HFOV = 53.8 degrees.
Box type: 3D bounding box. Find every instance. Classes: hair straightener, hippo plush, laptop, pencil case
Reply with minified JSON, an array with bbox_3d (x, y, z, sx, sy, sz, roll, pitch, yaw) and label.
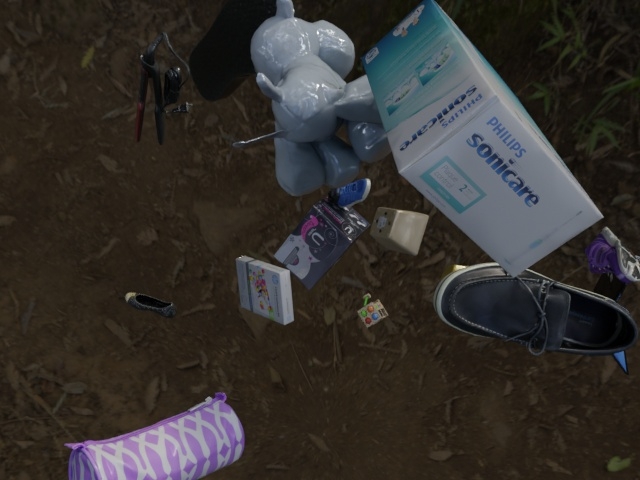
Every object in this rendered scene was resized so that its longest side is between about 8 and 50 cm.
[{"bbox_3d":[-0.252,-0.240,1.028,0.089,0.230,0.047,8,53,-14],"label":"hair straightener"},{"bbox_3d":[-0.033,-0.226,0.998,0.294,0.234,0.236,-5,52,-30],"label":"hippo plush"},{"bbox_3d":[0.847,0.192,1.769,0.136,0.264,0.234,20,31,10],"label":"laptop"},{"bbox_3d":[-0.181,0.242,0.722,0.086,0.206,0.088,-3,94,41],"label":"pencil case"}]

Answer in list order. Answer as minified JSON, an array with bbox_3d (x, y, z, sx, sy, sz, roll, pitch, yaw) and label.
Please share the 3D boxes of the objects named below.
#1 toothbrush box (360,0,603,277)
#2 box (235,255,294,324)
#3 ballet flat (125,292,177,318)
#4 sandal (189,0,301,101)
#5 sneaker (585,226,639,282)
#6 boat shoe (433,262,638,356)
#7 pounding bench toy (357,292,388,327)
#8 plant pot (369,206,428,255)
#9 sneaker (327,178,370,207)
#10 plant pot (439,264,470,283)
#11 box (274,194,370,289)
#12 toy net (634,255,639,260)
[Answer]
[{"bbox_3d":[0.181,-0.134,0.764,0.126,0.216,0.295,-40,33,22],"label":"toothbrush box"},{"bbox_3d":[-0.148,0.129,1.666,0.038,0.186,0.145,-21,115,-41],"label":"box"},{"bbox_3d":[-0.480,0.174,1.793,0.173,0.049,0.057,14,34,19],"label":"ballet flat"},{"bbox_3d":[-0.154,-0.423,1.350,0.107,0.446,0.167,-27,102,-31],"label":"sandal"},{"bbox_3d":[0.482,0.037,1.043,0.068,0.170,0.071,45,109,-3],"label":"sneaker"},{"bbox_3d":[0.513,0.169,1.485,0.500,0.156,0.187,13,95,-9],"label":"boat shoe"},{"bbox_3d":[0.134,0.187,1.724,0.052,0.065,0.083,-37,77,21],"label":"pounding bench toy"},{"bbox_3d":[0.190,-0.032,1.594,0.096,0.109,0.109,20,86,-39],"label":"plant pot"},{"bbox_3d":[0.074,-0.140,1.785,0.084,0.152,0.058,14,70,-23],"label":"sneaker"},{"bbox_3d":[0.357,0.107,1.632,0.081,0.081,0.083,6,80,-13],"label":"plant pot"},{"bbox_3d":[0.000,0.000,1.909,0.163,0.247,0.142,43,36,4],"label":"box"},{"bbox_3d":[0.697,0.094,1.243,0.122,0.045,0.232,-14,51,-35],"label":"toy net"}]
